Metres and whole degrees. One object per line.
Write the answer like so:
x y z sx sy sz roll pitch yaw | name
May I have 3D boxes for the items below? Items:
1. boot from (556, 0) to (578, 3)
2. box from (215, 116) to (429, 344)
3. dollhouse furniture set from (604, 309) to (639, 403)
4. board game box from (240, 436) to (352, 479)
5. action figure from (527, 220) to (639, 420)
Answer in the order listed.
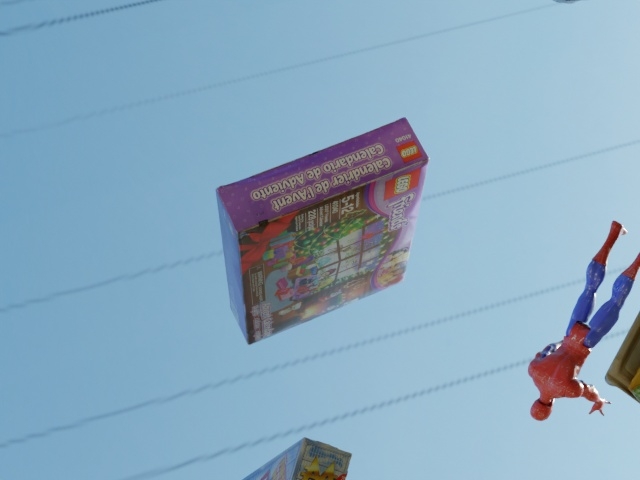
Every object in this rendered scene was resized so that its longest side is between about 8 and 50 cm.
0.288 -0.298 1.348 0.106 0.114 0.037 2 -84 -30 | boot
0.000 0.000 1.221 0.200 0.293 0.057 -22 -113 -11 | box
0.480 0.083 1.319 0.197 0.151 0.301 37 -123 2 | dollhouse furniture set
-0.037 0.302 1.220 0.060 0.194 0.194 21 -47 -16 | board game box
0.370 0.126 1.572 0.280 0.091 0.139 -59 -35 -1 | action figure
